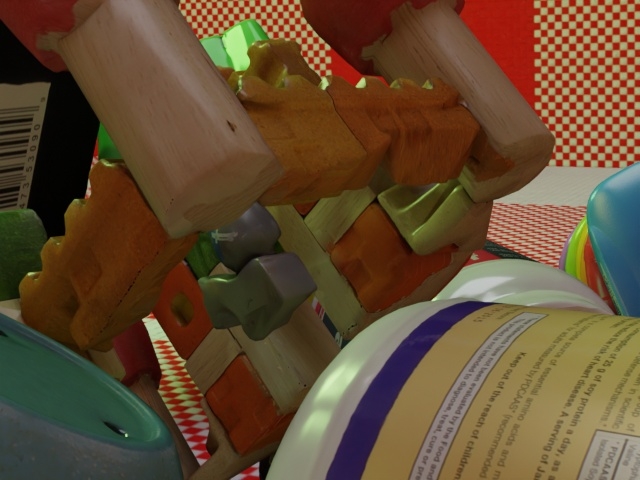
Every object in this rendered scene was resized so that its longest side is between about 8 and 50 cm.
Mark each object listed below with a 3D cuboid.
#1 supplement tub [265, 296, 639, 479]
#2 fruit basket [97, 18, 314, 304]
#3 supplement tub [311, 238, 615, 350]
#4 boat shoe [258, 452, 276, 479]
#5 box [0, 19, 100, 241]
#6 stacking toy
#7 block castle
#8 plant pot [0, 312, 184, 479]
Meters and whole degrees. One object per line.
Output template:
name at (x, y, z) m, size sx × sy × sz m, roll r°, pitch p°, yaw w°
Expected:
supplement tub at (0.162, 0.152, 0.448) m, size 0.331 × 0.241 × 0.241 m, roll 5°, pitch 13°, yaw 34°
fruit basket at (-0.033, 0.013, 1.209) m, size 0.283 × 0.392 × 0.392 m, roll -22°, pitch 10°, yaw 5°
supplement tub at (0.108, 0.096, 0.893) m, size 0.191 × 0.191 × 0.272 m, roll -5°, pitch 11°, yaw -14°
boat shoe at (0.003, 0.173, 0.868) m, size 0.072 × 0.068 × 0.190 m, roll 12°, pitch 10°, yaw -10°
box at (-0.472, -0.118, 1.075) m, size 0.472 × 0.480 × 0.297 m, roll 21°, pitch 18°, yaw 22°
stacking toy at (0.258, 0.019, 0.991) m, size 0.166 × 0.175 × 0.302 m, roll -23°, pitch 2°, yaw -8°
block castle at (-0.115, 0.006, 0.703) m, size 0.303 × 0.213 × 0.453 m, roll -8°, pitch -33°, yaw -47°
plant pot at (-0.158, 0.126, 0.442) m, size 0.290 × 0.195 × 0.290 m, roll 29°, pitch 1°, yaw -1°
